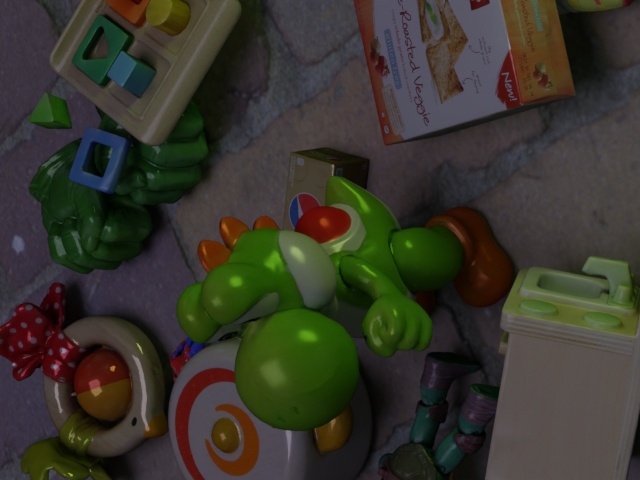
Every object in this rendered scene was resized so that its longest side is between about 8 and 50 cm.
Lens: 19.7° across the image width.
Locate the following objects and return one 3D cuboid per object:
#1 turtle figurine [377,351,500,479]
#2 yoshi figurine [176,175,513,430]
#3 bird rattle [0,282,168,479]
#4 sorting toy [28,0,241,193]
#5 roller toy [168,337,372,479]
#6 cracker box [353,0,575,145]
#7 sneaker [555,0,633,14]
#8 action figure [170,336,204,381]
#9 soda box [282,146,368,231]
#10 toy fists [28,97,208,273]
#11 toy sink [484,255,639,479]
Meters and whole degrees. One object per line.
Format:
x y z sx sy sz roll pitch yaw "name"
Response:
0.113 0.236 1.805 0.175 0.118 0.234 29 109 33 "turtle figurine"
0.021 0.078 1.684 0.203 0.362 0.203 31 116 31 "yoshi figurine"
-0.265 0.166 2.132 0.207 0.143 0.253 -18 73 29 "bird rattle"
-0.195 -0.221 1.946 0.196 0.047 0.347 37 100 35 "sorting toy"
-0.055 0.191 1.910 0.209 0.146 0.191 35 119 30 "roller toy"
0.127 -0.184 1.699 0.232 0.067 0.155 -14 88 59 "cracker box"
0.249 -0.298 1.617 0.094 0.081 0.208 15 119 37 "sneaker"
-0.141 0.119 2.048 0.038 0.030 0.115 52 131 28 "action figure"
0.000 0.000 1.889 0.061 0.058 0.181 18 108 37 "soda box"
-0.224 -0.073 2.041 0.279 0.096 0.142 -47 68 34 "toy fists"
0.224 0.102 1.628 0.131 0.153 0.234 11 108 9 "toy sink"
